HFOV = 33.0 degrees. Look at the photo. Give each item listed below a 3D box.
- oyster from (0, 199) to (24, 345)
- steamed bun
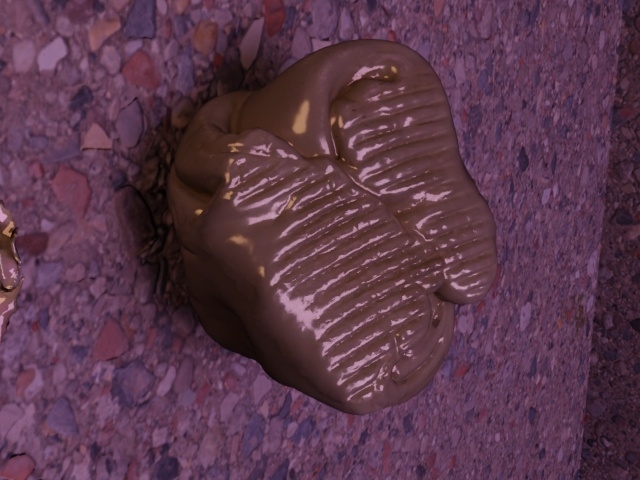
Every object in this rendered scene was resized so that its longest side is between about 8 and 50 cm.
[{"bbox_3d":[-0.308,0.006,0.879,0.133,0.072,0.209,-45,116,-31],"label":"oyster"},{"bbox_3d":[0.000,0.000,1.168,0.342,0.255,0.368,-27,96,-29],"label":"steamed bun"}]
